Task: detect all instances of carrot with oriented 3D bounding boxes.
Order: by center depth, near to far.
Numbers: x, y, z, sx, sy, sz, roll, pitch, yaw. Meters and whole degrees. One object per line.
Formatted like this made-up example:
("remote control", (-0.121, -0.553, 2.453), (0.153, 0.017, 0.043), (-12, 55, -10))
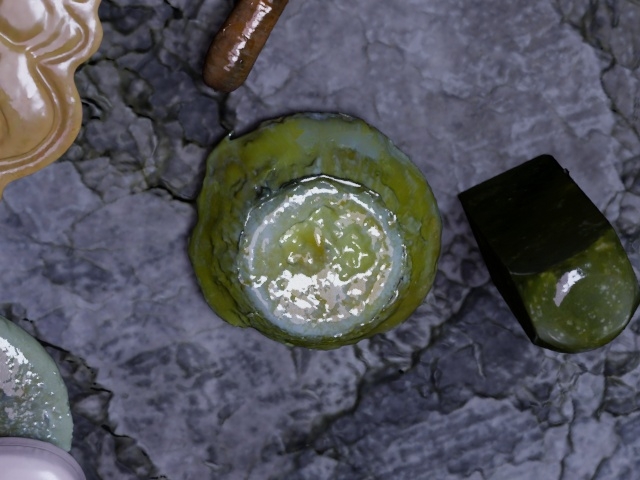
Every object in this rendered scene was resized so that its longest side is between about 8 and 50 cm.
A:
("carrot", (-0.038, -0.177, 1.376), (0.036, 0.035, 0.165), (28, 101, -12))

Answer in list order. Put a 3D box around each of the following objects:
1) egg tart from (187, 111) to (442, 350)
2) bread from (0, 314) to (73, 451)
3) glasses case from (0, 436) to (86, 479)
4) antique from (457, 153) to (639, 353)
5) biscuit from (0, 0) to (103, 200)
("egg tart", (0.000, 0.000, 1.412), (0.197, 0.078, 0.197), (-2, 107, -7))
("bread", (-0.277, 0.102, 1.442), (0.193, 0.036, 0.112), (7, 106, -8))
("glasses case", (-0.231, 0.287, 1.476), (0.113, 0.075, 0.297), (0, 112, 1))
("antique", (0.163, 0.014, 1.353), (0.081, 0.221, 0.080), (-25, 108, 2))
("biscuit", (-0.221, -0.085, 1.152), (0.144, 0.040, 0.236), (38, 103, -20))
